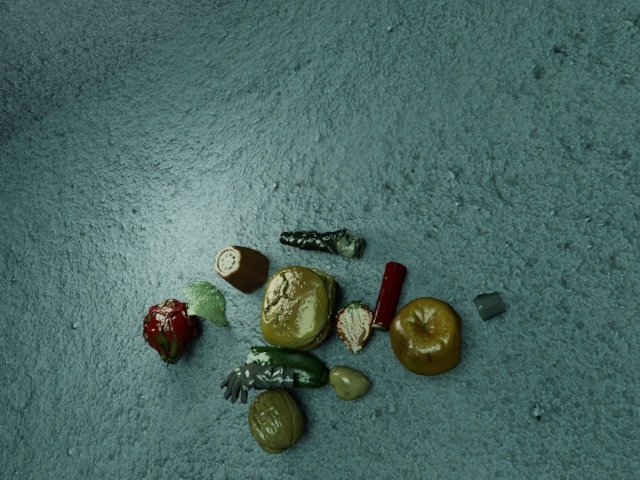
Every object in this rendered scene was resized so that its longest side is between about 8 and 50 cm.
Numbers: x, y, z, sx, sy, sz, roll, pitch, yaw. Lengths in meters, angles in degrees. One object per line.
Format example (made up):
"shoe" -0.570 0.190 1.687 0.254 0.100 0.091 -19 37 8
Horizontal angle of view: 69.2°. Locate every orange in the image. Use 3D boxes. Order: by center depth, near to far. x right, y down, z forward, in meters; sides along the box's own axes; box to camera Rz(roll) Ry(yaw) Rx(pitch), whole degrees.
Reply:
"orange" 0.338 0.312 1.480 0.248 0.183 0.249 -14 49 17

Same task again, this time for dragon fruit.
"dragon fruit" -0.601 0.374 1.892 0.233 0.233 0.293 -31 68 13

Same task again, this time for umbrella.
"umbrella" -0.002 -0.002 1.787 0.357 0.113 0.106 8 98 28

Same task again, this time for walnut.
"walnut" -0.155 0.618 1.607 0.213 0.213 0.214 -8 69 23

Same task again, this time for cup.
"cup" 0.539 0.201 1.487 0.077 0.078 0.100 -24 33 11

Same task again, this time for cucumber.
"cucumber" -0.124 0.457 1.676 0.325 0.145 0.105 6 106 23

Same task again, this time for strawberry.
"strawberry" 0.129 0.303 1.639 0.146 0.082 0.187 -3 78 23

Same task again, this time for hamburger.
"hamburger" -0.078 0.241 1.686 0.284 0.174 0.305 -2 72 35

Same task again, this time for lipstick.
"lipstick" 0.236 0.192 1.601 0.080 0.080 0.241 6 64 27

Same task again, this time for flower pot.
"flower pot" -0.329 0.105 1.873 0.190 0.173 0.191 -10 68 24

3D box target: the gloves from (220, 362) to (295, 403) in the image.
"gloves" -0.213 0.476 1.585 0.285 0.142 0.119 -18 95 12

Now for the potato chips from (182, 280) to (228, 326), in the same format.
"potato chips" -0.462 0.269 1.893 0.228 0.166 0.059 66 146 31

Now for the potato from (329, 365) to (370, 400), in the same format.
"potato" 0.094 0.485 1.581 0.146 0.112 0.112 18 81 32
